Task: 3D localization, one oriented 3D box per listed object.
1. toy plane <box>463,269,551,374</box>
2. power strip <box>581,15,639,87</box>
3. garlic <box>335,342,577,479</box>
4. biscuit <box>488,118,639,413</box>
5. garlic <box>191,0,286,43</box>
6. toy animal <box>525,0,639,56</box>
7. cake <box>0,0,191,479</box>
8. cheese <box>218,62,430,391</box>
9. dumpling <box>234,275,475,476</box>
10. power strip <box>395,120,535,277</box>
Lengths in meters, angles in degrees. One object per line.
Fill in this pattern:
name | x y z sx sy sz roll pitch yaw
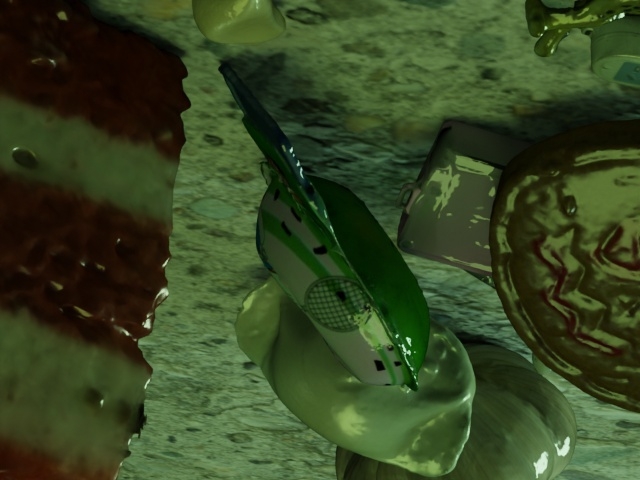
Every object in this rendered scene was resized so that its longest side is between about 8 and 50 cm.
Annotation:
toy plane | 0.201 0.041 1.475 0.226 0.058 0.226 7 152 -6
power strip | 0.250 -0.103 1.135 0.191 0.030 0.047 10 160 -6
garlic | 0.114 0.182 1.693 0.228 0.228 0.152 -6 129 32
biscuit | 0.248 0.021 1.277 0.257 0.049 0.273 -18 130 26
garlic | -0.051 -0.143 1.130 0.053 0.041 0.083 -11 163 12
toy animal | 0.173 -0.153 0.983 0.136 0.073 0.181 -3 154 6
cake | -0.273 0.008 1.199 0.269 0.319 0.270 22 154 -35
cheese | 0.000 0.000 1.332 0.083 0.204 0.320 -34 139 -4
dumpling | 0.040 0.098 1.584 0.229 0.151 0.124 35 -160 3
power strip | 0.190 -0.004 1.323 0.279 0.037 0.109 16 135 -6
